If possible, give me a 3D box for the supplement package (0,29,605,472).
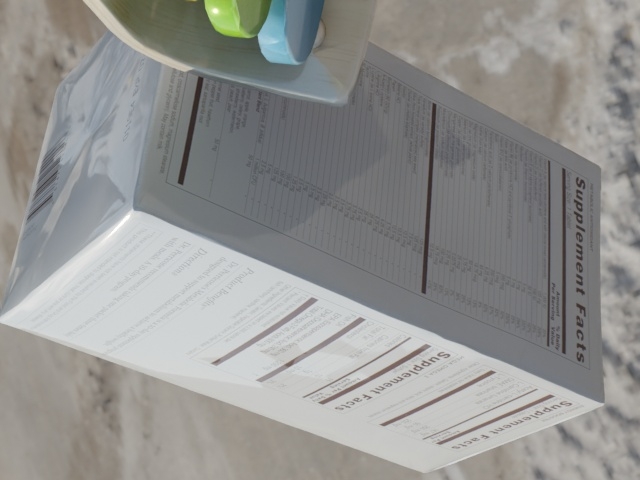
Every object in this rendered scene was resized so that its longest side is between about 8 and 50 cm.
[{"bbox_3d":[0.000,0.000,0.602,0.134,0.244,0.139,-33,41,47],"label":"supplement package"}]

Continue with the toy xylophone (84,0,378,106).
[{"bbox_3d":[-0.041,-0.177,0.369,0.322,0.081,0.236,28,-108,-74],"label":"toy xylophone"}]
